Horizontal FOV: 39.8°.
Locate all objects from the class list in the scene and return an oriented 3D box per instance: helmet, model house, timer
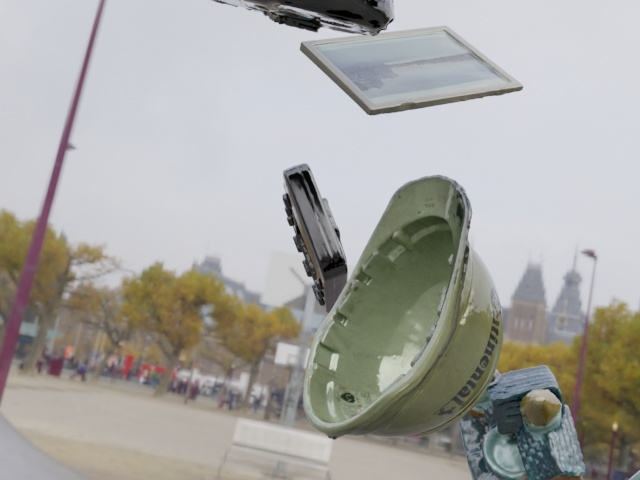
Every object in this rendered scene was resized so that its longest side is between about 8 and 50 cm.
[{"bbox_3d":[0.106,0.083,0.827,0.137,0.257,0.204,28,3,-23],"label":"helmet"},{"bbox_3d":[0.320,0.299,1.414,0.185,0.253,0.291,-11,-32,5],"label":"model house"},{"bbox_3d":[0.000,0.000,1.073,0.055,0.144,0.187,-20,-18,-5],"label":"timer"}]

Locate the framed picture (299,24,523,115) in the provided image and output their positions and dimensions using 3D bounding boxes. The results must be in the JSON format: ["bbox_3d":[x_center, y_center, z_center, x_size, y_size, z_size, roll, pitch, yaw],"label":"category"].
[{"bbox_3d":[0.142,-0.271,1.380,0.289,0.016,0.213,-13,44,-28],"label":"framed picture"}]

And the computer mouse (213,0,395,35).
[{"bbox_3d":[-0.036,-0.262,0.848,0.233,0.096,0.137,15,3,0],"label":"computer mouse"}]

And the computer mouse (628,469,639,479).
[{"bbox_3d":[0.500,0.357,1.162,0.122,0.188,0.371,32,-59,-31],"label":"computer mouse"}]
